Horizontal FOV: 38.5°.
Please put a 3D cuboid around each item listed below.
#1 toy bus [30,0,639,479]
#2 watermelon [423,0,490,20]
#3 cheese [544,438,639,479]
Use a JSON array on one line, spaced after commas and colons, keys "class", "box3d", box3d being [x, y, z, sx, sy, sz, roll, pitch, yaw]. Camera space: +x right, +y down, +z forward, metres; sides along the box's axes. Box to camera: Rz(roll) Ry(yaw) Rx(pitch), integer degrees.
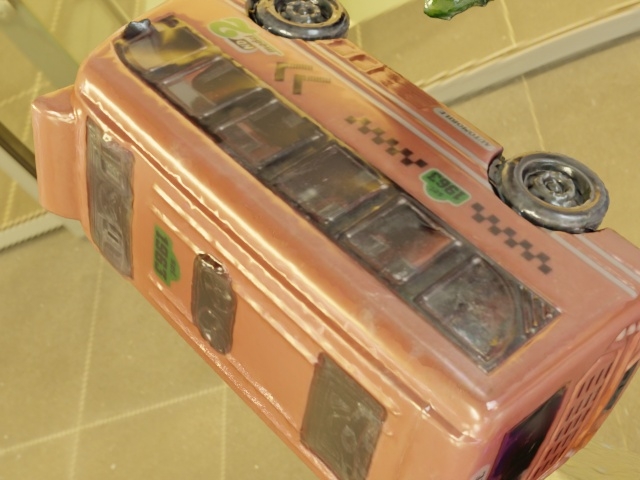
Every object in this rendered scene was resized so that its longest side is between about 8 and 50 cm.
[{"class": "toy bus", "box3d": [0.000, 0.000, 0.646, 0.233, 0.203, 0.427, -28, 55, -35]}, {"class": "watermelon", "box3d": [0.119, -0.263, 0.664, 0.129, 0.123, 0.301, -45, 17, 31]}, {"class": "cheese", "box3d": [0.296, 0.295, 1.018, 0.318, 0.326, 0.115, 17, 95, 15]}]
